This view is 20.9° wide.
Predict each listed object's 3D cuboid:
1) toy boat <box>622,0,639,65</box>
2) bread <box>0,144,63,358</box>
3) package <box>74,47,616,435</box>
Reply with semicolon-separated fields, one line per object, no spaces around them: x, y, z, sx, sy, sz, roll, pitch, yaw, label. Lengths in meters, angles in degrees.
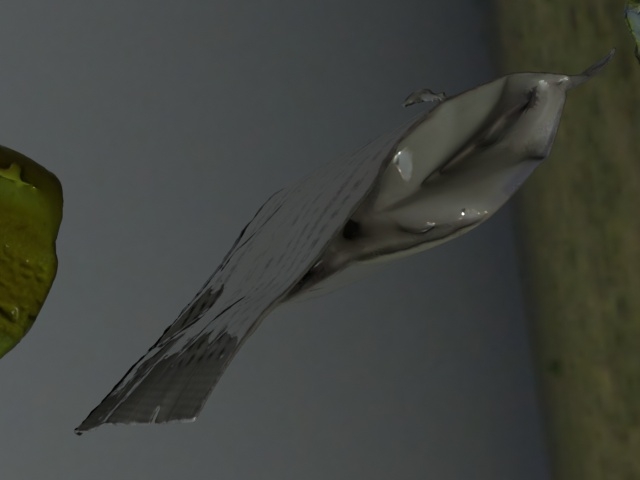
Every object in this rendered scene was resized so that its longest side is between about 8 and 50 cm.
0.204;-0.097;0.949;0.016;0.063;0.115;-64;-27;-14;toy boat
-0.349;-0.040;1.143;0.112;0.383;0.166;11;76;58;bread
0.000;0.000;0.797;0.062;0.251;0.204;54;158;-3;package
